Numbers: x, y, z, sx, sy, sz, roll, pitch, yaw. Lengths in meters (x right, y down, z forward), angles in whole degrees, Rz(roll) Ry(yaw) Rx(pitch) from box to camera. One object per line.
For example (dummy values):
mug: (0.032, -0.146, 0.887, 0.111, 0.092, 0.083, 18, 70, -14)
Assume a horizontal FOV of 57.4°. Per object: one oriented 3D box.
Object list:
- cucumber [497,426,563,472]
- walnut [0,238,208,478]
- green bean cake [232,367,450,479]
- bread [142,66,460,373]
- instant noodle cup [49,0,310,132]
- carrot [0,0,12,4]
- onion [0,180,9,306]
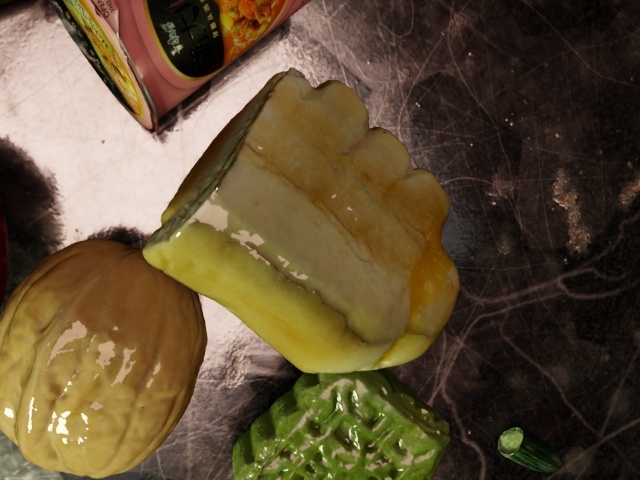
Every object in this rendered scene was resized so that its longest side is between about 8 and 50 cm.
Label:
cucumber: (0.318, 0.318, 0.875, 0.105, 0.048, 0.048, 30, 88, -18)
walnut: (-0.242, 0.129, 0.643, 0.224, 0.225, 0.261, 22, 92, -14)
green bean cake: (0.031, 0.271, 0.764, 0.222, 0.125, 0.248, 38, 86, -13)
bread: (0.000, 0.000, 0.688, 0.341, 0.210, 0.301, 35, 55, -19)
instant noodle cup: (-0.146, -0.281, 0.634, 0.255, 0.244, 0.244, -37, 102, -15)
carrot: (-0.430, -0.267, 0.639, 0.358, 0.074, 0.074, -24, 100, -11)
onion: (-0.459, 0.008, 0.564, 0.313, 0.232, 0.314, 0, 91, 8)
